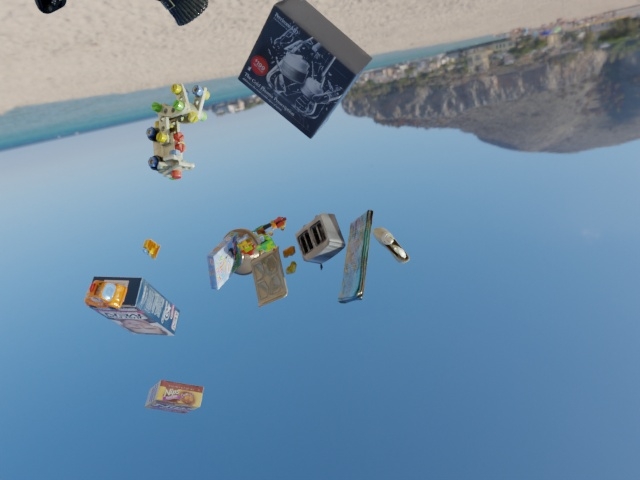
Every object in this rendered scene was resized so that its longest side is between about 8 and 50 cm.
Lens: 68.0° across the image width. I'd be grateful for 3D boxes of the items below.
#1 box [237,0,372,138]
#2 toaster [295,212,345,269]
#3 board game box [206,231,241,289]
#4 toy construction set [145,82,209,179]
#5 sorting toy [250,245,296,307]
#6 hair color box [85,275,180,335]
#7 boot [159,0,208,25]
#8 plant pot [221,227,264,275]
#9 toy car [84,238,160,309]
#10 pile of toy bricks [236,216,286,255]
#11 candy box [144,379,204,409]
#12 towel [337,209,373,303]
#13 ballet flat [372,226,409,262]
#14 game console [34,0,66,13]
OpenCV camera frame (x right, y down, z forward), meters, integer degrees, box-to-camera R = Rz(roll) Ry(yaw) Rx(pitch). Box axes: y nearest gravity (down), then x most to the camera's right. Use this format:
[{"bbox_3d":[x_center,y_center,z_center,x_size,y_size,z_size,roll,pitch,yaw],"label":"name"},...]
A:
[{"bbox_3d":[-0.059,-0.598,1.650,0.312,0.343,0.179,-47,-173,43],"label":"box"},{"bbox_3d":[0.000,0.000,1.949,0.168,0.186,0.110,-36,151,34],"label":"toaster"},{"bbox_3d":[-0.400,0.082,1.986,0.039,0.160,0.211,9,-149,17],"label":"board game box"},{"bbox_3d":[-0.446,-0.318,1.481,0.214,0.328,0.151,-14,153,26],"label":"toy construction set"},{"bbox_3d":[-0.190,0.144,2.038,0.041,0.229,0.307,4,158,-42],"label":"sorting toy"},{"bbox_3d":[-0.639,0.236,1.656,0.173,0.347,0.105,1,-116,7],"label":"hair color box"},{"bbox_3d":[-0.659,-0.995,1.936,0.347,0.131,0.260,0,157,30],"label":"boot"},{"bbox_3d":[-0.403,0.063,2.316,0.237,0.238,0.109,-4,-172,24],"label":"plant pot"},{"bbox_3d":[-0.286,0.041,0.669,0.060,0.041,0.122,19,-113,21],"label":"toy car"},{"bbox_3d":[-0.204,-0.002,1.770,0.212,0.105,0.118,-29,-172,-4],"label":"pile of toy bricks"},{"bbox_3d":[-0.378,0.404,1.218,0.109,0.053,0.186,17,148,-20],"label":"candy box"},{"bbox_3d":[0.145,0.075,2.005,0.040,0.371,0.271,12,166,-12],"label":"towel"},{"bbox_3d":[0.255,0.013,1.679,0.057,0.168,0.052,-48,-169,-13],"label":"ballet flat"},{"bbox_3d":[-0.742,-0.795,1.244,0.043,0.362,0.213,25,-131,16],"label":"game console"}]
